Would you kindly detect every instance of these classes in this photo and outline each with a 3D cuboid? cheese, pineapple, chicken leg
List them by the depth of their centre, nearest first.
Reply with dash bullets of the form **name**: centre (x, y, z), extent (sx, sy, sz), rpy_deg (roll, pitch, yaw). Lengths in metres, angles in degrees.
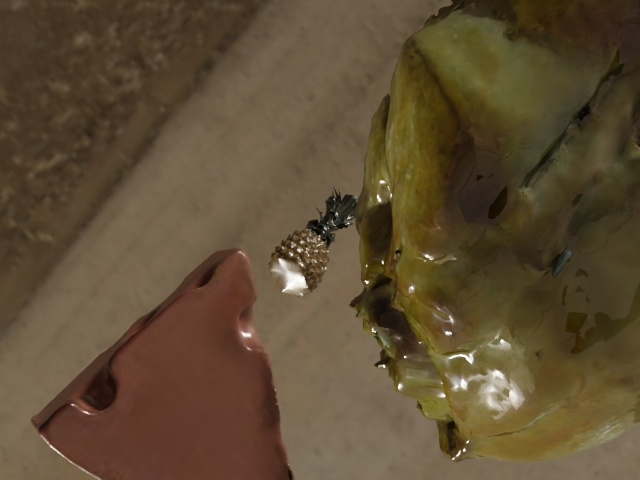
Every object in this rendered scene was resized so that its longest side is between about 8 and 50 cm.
- **chicken leg**: centre (0.147, -0.093, 0.601), extent (0.201, 0.153, 0.429), rpy_deg (21, 106, -31)
- **cheese**: centre (-0.130, 0.121, 1.171), extent (0.177, 0.203, 0.128), rpy_deg (-12, -177, -14)
- **pineapple**: centre (0.000, 0.000, 1.469), extent (0.124, 0.058, 0.058), rpy_deg (-47, 164, -41)
